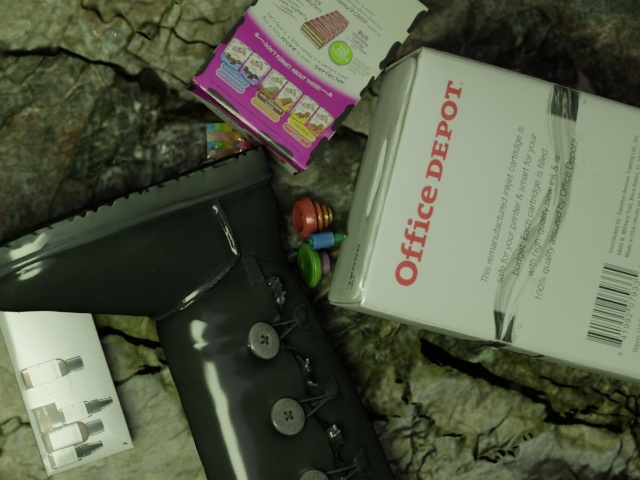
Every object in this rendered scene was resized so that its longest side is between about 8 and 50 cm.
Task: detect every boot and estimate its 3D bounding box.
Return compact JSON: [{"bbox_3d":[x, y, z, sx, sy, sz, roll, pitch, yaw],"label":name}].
[{"bbox_3d":[-0.133,0.163,1.661,0.367,0.146,0.445,-22,96,-29],"label":"boot"}]

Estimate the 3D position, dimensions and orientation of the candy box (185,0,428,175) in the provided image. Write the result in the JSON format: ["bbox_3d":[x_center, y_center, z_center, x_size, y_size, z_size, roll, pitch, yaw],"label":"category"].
[{"bbox_3d":[-0.015,-0.211,1.765,0.159,0.071,0.233,39,80,-8],"label":"candy box"}]

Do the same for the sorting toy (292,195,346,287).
[{"bbox_3d":[0.000,0.000,1.772,0.042,0.061,0.102,-8,92,-23],"label":"sorting toy"}]

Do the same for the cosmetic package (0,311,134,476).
[{"bbox_3d":[-0.281,0.121,1.706,0.099,0.060,0.239,-18,91,-13],"label":"cosmetic package"}]

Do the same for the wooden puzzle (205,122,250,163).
[{"bbox_3d":[-0.102,-0.107,1.779,0.049,0.006,0.083,-3,89,-12],"label":"wooden puzzle"}]

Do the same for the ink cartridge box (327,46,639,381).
[{"bbox_3d":[0.237,-0.019,1.765,0.395,0.166,0.285,15,85,-12],"label":"ink cartridge box"}]
